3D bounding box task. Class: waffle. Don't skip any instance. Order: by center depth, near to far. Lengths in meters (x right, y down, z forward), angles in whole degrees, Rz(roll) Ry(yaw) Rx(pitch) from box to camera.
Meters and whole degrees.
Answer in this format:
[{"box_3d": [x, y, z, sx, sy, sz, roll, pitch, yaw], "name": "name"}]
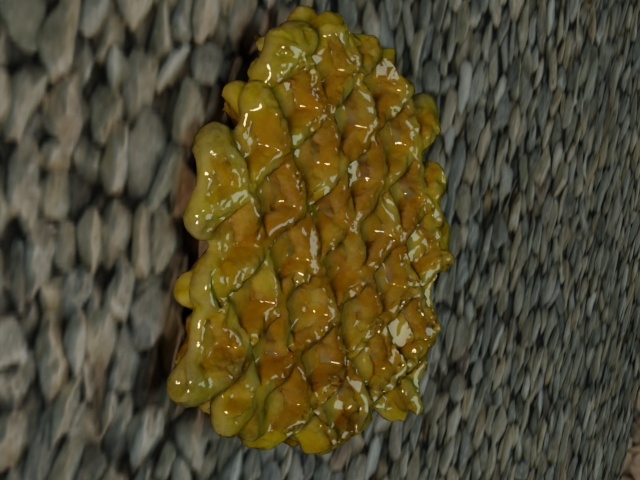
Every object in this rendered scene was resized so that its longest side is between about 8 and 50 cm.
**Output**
[{"box_3d": [0.000, 0.000, 1.078, 0.243, 0.059, 0.238, 20, 84, -56], "name": "waffle"}]
